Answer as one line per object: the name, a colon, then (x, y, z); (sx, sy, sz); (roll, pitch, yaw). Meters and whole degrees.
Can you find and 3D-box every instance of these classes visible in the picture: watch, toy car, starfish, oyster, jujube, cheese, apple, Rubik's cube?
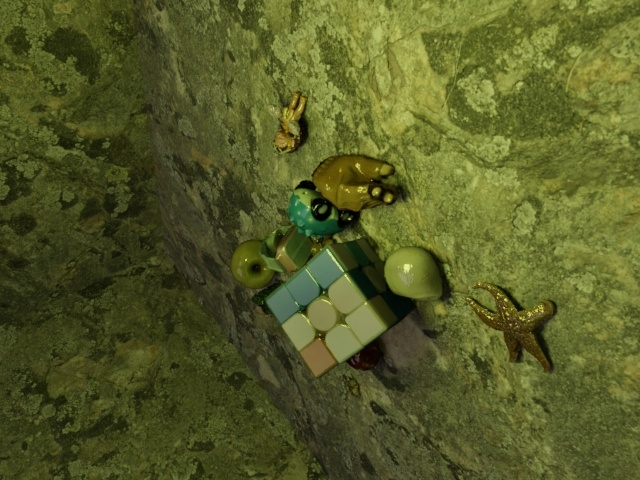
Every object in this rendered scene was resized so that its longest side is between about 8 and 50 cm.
watch: (-0.176, 0.031, 2.140); (0.241, 0.253, 0.162); (-7, 127, 39)
toy car: (-0.010, -0.098, 1.772); (0.188, 0.255, 0.190); (49, 116, 42)
starfish: (0.567, 0.261, 1.396); (0.299, 0.060, 0.302); (-11, 106, 56)
oyster: (0.166, 0.752, 2.413); (0.121, 0.045, 0.146); (44, 148, 2)
jujube: (0.163, 0.484, 2.088); (0.236, 0.168, 0.168); (8, 121, 61)
cheese: (0.303, 0.111, 1.579); (0.198, 0.154, 0.189); (9, 116, 54)
apple: (-0.360, 0.128, 2.493); (0.262, 0.262, 0.262); (36, 141, 36)
Rubik's cube: (0.078, 0.230, 1.710); (0.344, 0.346, 0.347); (-43, 77, 24)

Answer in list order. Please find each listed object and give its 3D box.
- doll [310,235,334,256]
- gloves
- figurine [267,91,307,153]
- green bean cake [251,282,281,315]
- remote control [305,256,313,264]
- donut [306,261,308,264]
doll: (0.000, 0.000, 2.004); (0.137, 0.097, 0.210); (39, 138, 42)
gloves: (0.122, -0.189, 1.597); (0.356, 0.203, 0.155); (29, 159, 50)
figurine: (-0.116, -0.444, 1.800); (0.174, 0.115, 0.240); (42, 138, 26)
green bean cake: (-0.255, 0.359, 2.576); (0.107, 0.193, 0.208); (6, 120, 48)
remote control: (-0.131, 0.065, 2.252); (0.293, 0.103, 0.051); (22, 106, 48)
donut: (0.048, 0.272, 2.067); (0.371, 0.150, 0.307); (36, 145, 27)
